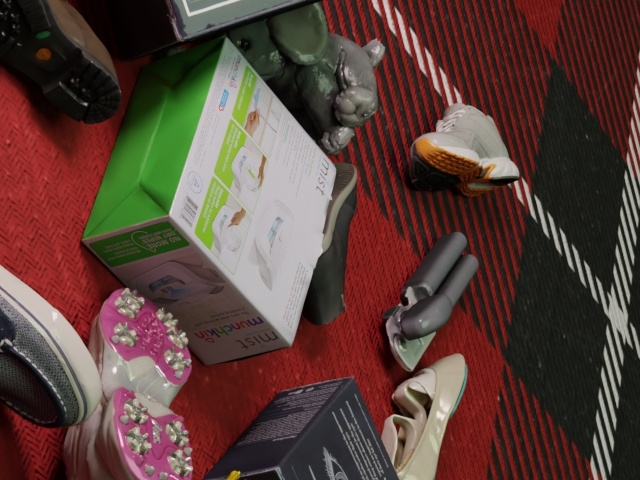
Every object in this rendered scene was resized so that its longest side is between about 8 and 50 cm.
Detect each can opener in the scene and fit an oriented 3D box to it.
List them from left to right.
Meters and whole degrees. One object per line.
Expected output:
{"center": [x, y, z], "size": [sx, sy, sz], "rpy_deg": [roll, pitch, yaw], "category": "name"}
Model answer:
{"center": [0.153, 0.075, 2.372], "size": [0.074, 0.093, 0.280], "rpy_deg": [63, 29, -16], "category": "can opener"}

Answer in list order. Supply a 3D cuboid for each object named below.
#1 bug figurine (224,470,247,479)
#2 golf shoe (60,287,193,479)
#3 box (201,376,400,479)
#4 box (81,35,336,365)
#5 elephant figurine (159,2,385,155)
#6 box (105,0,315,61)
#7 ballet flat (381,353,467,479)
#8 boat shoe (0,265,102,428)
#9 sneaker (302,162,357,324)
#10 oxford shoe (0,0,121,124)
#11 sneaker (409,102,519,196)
{"center": [-0.102, 0.363, 1.815], "size": [0.279, 0.072, 0.216], "rpy_deg": [-47, 108, -30], "category": "bug figurine"}
{"center": [-0.201, 0.162, 1.767], "size": [0.115, 0.140, 0.306], "rpy_deg": [36, 24, -22], "category": "golf shoe"}
{"center": [-0.017, 0.268, 1.996], "size": [0.207, 0.108, 0.153], "rpy_deg": [-43, 114, -55], "category": "box"}
{"center": [-0.109, -0.041, 1.966], "size": [0.231, 0.127, 0.262], "rpy_deg": [49, 40, -37], "category": "box"}
{"center": [-0.052, -0.214, 2.122], "size": [0.239, 0.169, 0.186], "rpy_deg": [41, 14, -21], "category": "elephant figurine"}
{"center": [-0.103, -0.378, 1.960], "size": [0.296, 0.183, 0.294], "rpy_deg": [-21, 95, -25], "category": "box"}
{"center": [0.121, 0.223, 2.270], "size": [0.086, 0.086, 0.248], "rpy_deg": [52, 39, -32], "category": "ballet flat"}
{"center": [-0.339, 0.081, 1.577], "size": [0.340, 0.127, 0.158], "rpy_deg": [49, 46, -23], "category": "boat shoe"}
{"center": [0.000, 0.000, 2.187], "size": [0.222, 0.083, 0.118], "rpy_deg": [-67, 151, -54], "category": "sneaker"}
{"center": [-0.288, -0.219, 1.825], "size": [0.227, 0.083, 0.096], "rpy_deg": [51, 16, -31], "category": "oxford shoe"}
{"center": [0.181, -0.134, 2.508], "size": [0.262, 0.099, 0.121], "rpy_deg": [10, 61, -64], "category": "sneaker"}
